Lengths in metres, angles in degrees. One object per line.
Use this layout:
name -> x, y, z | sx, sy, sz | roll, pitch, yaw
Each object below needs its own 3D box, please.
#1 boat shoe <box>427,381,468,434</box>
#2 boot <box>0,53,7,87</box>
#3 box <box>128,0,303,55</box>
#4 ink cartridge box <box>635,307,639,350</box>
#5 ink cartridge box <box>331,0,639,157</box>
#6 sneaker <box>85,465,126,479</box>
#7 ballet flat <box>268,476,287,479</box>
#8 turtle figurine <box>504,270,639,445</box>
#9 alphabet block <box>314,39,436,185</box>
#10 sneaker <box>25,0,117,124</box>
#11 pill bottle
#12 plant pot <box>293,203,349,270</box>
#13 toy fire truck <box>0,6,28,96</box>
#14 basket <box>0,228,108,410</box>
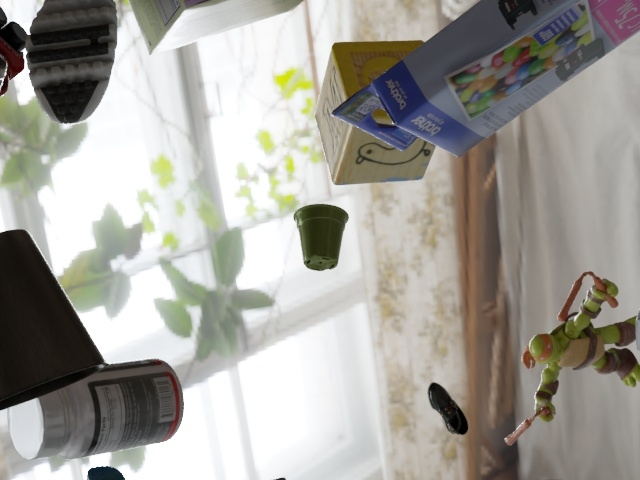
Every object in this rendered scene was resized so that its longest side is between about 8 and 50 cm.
boat shoe -> 0.252, 0.331, 2.119 | 0.042, 0.133, 0.049 | 6, -136, 50
boot -> -0.584, -0.114, 1.329 | 0.377, 0.284, 0.138 | -8, -148, -29
box -> -0.111, -0.334, 1.302 | 0.214, 0.117, 0.243 | -22, -176, -18
ink cartridge box -> 0.457, 0.070, 1.314 | 0.109, 0.063, 0.150 | 10, -130, 26
ink cartridge box -> 0.180, -0.178, 1.077 | 0.311, 0.065, 0.186 | -33, 160, 19
sneaker -> -0.345, 0.483, 1.797 | 0.087, 0.092, 0.228 | 5, -151, -26
ballet flat -> -0.126, 0.424, 1.640 | 0.074, 0.074, 0.203 | 2, -147, 36
turtle figurine -> 0.349, 0.155, 1.445 | 0.217, 0.269, 0.087 | 5, -156, -31
alphabet block -> 0.109, -0.239, 2.010 | 0.192, 0.197, 0.193 | -6, -124, -15
sneaker -> -0.289, -0.274, 1.299 | 0.110, 0.292, 0.118 | -1, 168, 1
pill bottle -> -0.401, 0.303, 1.923 | 0.283, 0.161, 0.161 | -2, -174, -43
plant pot -> 0.000, 0.000, 1.574 | 0.083, 0.079, 0.083 | 1, 153, 1
toy fire truck -> -0.646, -0.326, 1.928 | 0.158, 0.217, 0.246 | -32, -139, 14
basket -> -0.441, 0.111, 1.543 | 0.204, 0.226, 0.154 | -20, 171, -30
